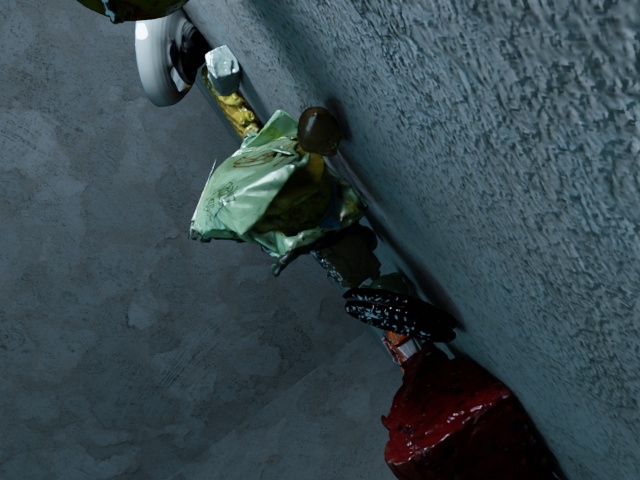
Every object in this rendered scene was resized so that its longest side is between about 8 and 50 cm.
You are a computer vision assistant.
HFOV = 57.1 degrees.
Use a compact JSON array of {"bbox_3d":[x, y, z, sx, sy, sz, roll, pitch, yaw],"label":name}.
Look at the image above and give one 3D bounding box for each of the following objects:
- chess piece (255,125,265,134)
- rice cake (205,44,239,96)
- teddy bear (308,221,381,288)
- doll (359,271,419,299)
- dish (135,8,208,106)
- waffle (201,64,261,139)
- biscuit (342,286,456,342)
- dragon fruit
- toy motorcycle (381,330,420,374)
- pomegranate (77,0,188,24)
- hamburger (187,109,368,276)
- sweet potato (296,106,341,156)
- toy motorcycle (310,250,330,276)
[{"bbox_3d":[-0.118,-0.225,1.443,0.103,0.067,0.067,47,179,-21],"label":"chess piece"},{"bbox_3d":[-0.215,-0.370,1.294,0.069,0.063,0.206,60,174,-4],"label":"rice cake"},{"bbox_3d":[0.015,-0.025,1.042,0.251,0.182,0.129,56,151,38],"label":"teddy bear"},{"bbox_3d":[0.142,0.109,1.146,0.115,0.077,0.150,0,153,25],"label":"doll"},{"bbox_3d":[-0.346,-0.470,1.462,0.273,0.134,0.273,3,-90,-84],"label":"dish"},{"bbox_3d":[-0.237,-0.362,1.654,0.329,0.062,0.329,53,175,6],"label":"waffle"},{"bbox_3d":[0.129,0.123,0.962,0.195,0.053,0.194,16,168,4],"label":"biscuit"},{"bbox_3d":[0.235,0.358,1.075,0.286,0.228,0.329,54,174,-22],"label":"dragon fruit"},{"bbox_3d":[0.267,0.346,1.560,0.298,0.089,0.171,54,175,16],"label":"toy motorcycle"},{"bbox_3d":[-0.241,-0.372,0.689,0.246,0.198,0.198,55,177,18],"label":"pomegranate"},{"bbox_3d":[-0.067,-0.091,0.919,0.276,0.260,0.150,19,139,29],"label":"hamburger"},{"bbox_3d":[0.000,-0.141,0.800,0.068,0.060,0.206,50,-175,-2],"label":"sweet potato"},{"bbox_3d":[0.028,0.028,1.570,0.169,0.113,0.315,44,169,-8],"label":"toy motorcycle"}]
